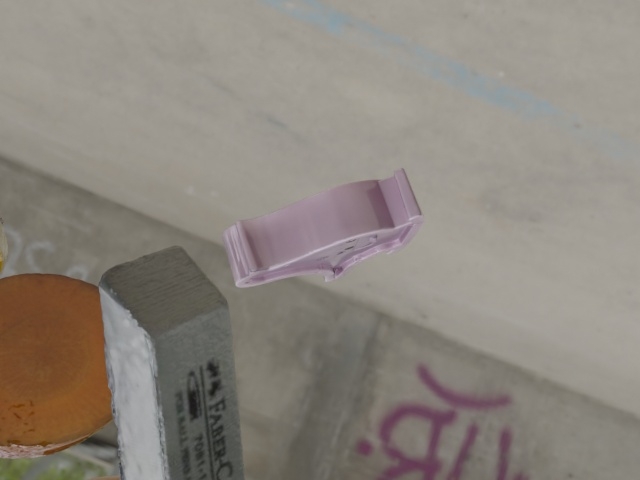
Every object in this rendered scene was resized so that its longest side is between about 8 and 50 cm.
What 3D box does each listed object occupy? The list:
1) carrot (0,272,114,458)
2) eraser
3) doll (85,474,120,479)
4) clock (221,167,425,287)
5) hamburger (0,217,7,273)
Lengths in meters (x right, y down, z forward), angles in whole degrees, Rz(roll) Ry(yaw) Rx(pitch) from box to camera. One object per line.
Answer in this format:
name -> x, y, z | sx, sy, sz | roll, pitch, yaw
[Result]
carrot -> -0.383, 0.167, 1.653 | 0.258, 0.307, 0.100 | 51, 138, 16
eraser -> -0.142, 0.188, 1.270 | 0.077, 0.353, 0.111 | 13, -156, 42
doll -> -0.342, 0.508, 2.067 | 0.213, 0.213, 0.236 | 25, 124, -14
clock -> 0.000, 0.000, 1.811 | 0.275, 0.080, 0.290 | -17, 168, -6
hamburger -> -0.556, 0.008, 1.811 | 0.210, 0.173, 0.116 | 2, -155, -21
